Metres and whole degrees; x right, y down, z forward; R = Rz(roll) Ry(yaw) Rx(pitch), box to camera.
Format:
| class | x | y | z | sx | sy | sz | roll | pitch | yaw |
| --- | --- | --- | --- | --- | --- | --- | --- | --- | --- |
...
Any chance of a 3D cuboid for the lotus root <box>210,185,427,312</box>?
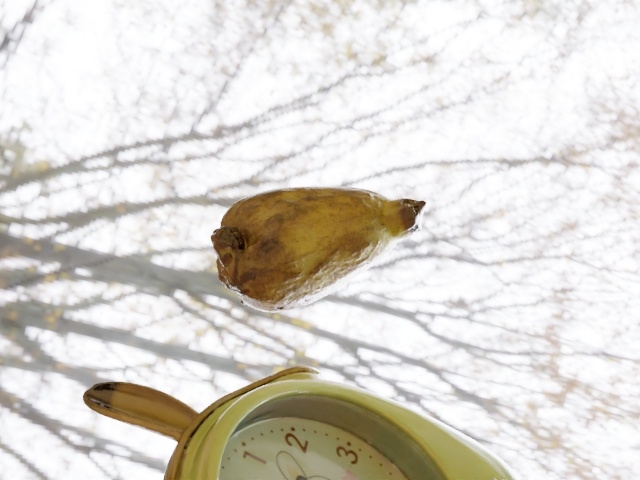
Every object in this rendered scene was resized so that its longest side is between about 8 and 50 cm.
| class | x | y | z | sx | sy | sz | roll | pitch | yaw |
| --- | --- | --- | --- | --- | --- | --- | --- | --- | --- |
| lotus root | 0.000 | 0.000 | 1.304 | 0.190 | 0.094 | 0.108 | -12 | -105 | -7 |

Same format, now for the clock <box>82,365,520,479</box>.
| class | x | y | z | sx | sy | sz | roll | pitch | yaw |
| --- | --- | --- | --- | --- | --- | --- | --- | --- | --- |
| clock | -0.010 | 0.138 | 0.680 | 0.069 | 0.232 | 0.170 | -51 | -164 | 41 |
